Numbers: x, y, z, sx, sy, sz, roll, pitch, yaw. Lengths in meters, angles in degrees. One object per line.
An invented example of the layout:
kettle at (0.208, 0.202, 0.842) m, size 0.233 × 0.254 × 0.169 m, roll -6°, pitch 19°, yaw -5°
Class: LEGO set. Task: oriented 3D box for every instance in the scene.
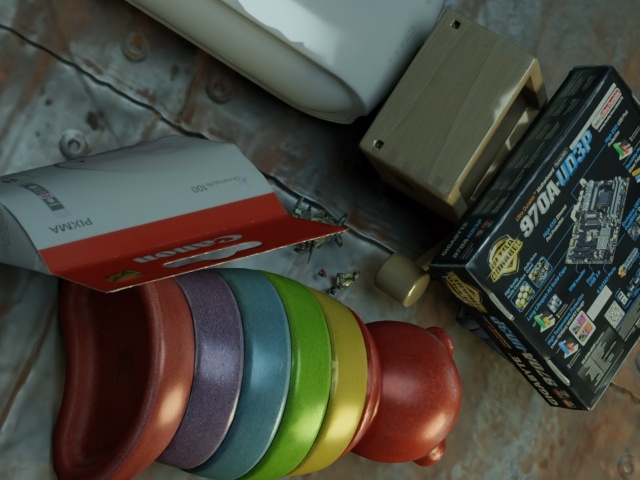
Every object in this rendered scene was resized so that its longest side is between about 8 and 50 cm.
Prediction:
LEGO set at (-0.002, 0.002, 1.409) m, size 0.054 × 0.023 × 0.083 m, roll -16°, pitch 101°, yaw -28°

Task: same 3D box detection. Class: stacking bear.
stacking bear at (-0.028, 0.102, 1.300) m, size 0.289 × 0.164 × 0.175 m, roll 9°, pitch 76°, yaw -32°

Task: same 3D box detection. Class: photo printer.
photo printer at (-0.033, -0.254, 1.390) m, size 0.308 × 0.107 × 0.256 m, roll 32°, pitch 66°, yaw -20°

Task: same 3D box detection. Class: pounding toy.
pounding toy at (0.086, -0.057, 1.416) m, size 0.094 × 0.181 × 0.206 m, roll 32°, pitch 87°, yaw 15°

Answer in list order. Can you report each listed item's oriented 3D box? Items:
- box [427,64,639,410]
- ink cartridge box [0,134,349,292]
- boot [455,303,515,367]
box at (0.208, -0.002, 1.420) m, size 0.175 × 0.051 × 0.220 m, roll 47°, pitch 67°, yaw -26°
ink cartridge box at (-0.121, -0.024, 1.223) m, size 0.189 × 0.232 × 0.066 m, roll -15°, pitch 100°, yaw -31°
boot at (0.182, 0.009, 1.476) m, size 0.086 × 0.069 × 0.190 m, roll 35°, pitch 66°, yaw -25°
